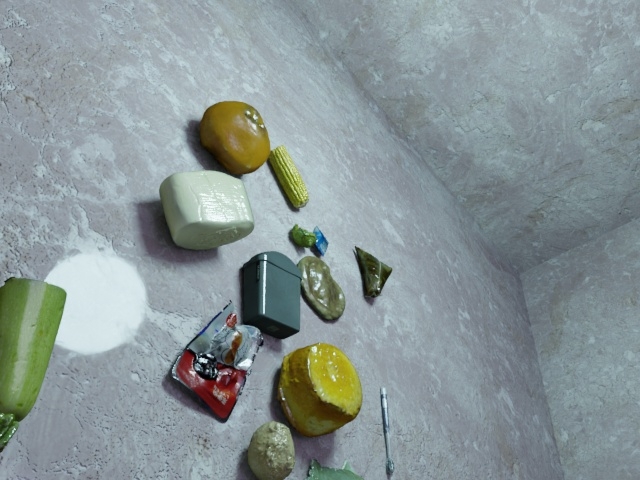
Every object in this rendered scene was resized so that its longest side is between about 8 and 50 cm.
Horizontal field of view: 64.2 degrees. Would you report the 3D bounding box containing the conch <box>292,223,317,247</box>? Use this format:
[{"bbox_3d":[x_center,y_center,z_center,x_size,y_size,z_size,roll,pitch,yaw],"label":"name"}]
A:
[{"bbox_3d":[-0.059,-0.021,1.758,0.121,0.074,0.089,57,-2,46],"label":"conch"}]

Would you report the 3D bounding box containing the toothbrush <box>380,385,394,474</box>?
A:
[{"bbox_3d":[0.212,0.599,1.634,0.024,0.026,0.288,4,46,-3],"label":"toothbrush"}]

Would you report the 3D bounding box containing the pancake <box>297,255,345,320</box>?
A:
[{"bbox_3d":[0.008,0.156,1.727,0.222,0.042,0.237,8,57,-57],"label":"pancake"}]

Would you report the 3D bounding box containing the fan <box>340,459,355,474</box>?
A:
[{"bbox_3d":[0.067,0.701,1.350,0.131,0.009,0.240,48,31,-21],"label":"fan"}]

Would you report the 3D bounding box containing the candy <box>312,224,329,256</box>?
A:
[{"bbox_3d":[0.000,-0.001,1.864,0.088,0.038,0.136,54,21,-13],"label":"candy"}]

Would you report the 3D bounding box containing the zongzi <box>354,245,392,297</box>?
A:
[{"bbox_3d":[0.177,0.122,1.980,0.184,0.084,0.187,39,37,-3],"label":"zongzi"}]

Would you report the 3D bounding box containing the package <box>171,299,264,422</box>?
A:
[{"bbox_3d":[-0.239,0.279,1.246,0.194,0.071,0.270,44,46,-18],"label":"package"}]

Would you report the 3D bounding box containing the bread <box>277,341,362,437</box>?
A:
[{"bbox_3d":[0.000,0.399,1.396,0.268,0.145,0.269,38,32,-29],"label":"bread"}]

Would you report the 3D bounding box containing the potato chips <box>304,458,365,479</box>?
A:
[{"bbox_3d":[0.029,0.634,1.302,0.167,0.059,0.228,42,31,10],"label":"potato chips"}]

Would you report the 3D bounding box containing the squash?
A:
[{"bbox_3d":[-0.525,0.218,0.863,0.137,0.137,0.288,23,59,-44],"label":"squash"}]

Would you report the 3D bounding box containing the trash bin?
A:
[{"bbox_3d":[-0.139,0.148,1.472,0.176,0.101,0.237,33,41,-38],"label":"trash bin"}]

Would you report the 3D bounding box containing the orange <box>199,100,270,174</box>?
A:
[{"bbox_3d":[-0.265,-0.332,1.640,0.249,0.183,0.249,36,35,-31],"label":"orange"}]

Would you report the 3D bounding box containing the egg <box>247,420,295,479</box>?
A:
[{"bbox_3d":[-0.111,0.492,1.178,0.118,0.116,0.140,14,77,-55],"label":"egg"}]

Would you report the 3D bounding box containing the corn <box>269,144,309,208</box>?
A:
[{"bbox_3d":[-0.115,-0.234,1.867,0.081,0.081,0.249,-12,73,-58],"label":"corn"}]

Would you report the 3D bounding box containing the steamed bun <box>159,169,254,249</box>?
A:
[{"bbox_3d":[-0.310,-0.080,1.374,0.250,0.154,0.200,0,59,-48],"label":"steamed bun"}]
